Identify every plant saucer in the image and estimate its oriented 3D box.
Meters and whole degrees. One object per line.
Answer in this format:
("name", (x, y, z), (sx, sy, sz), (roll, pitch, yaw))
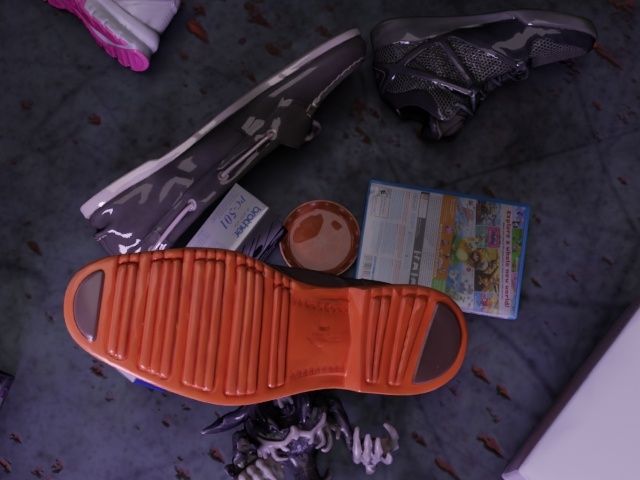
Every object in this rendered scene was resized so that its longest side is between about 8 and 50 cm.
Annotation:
("plant saucer", (0.000, 0.000, 1.135), (0.084, 0.013, 0.083), (-1, 78, 3))

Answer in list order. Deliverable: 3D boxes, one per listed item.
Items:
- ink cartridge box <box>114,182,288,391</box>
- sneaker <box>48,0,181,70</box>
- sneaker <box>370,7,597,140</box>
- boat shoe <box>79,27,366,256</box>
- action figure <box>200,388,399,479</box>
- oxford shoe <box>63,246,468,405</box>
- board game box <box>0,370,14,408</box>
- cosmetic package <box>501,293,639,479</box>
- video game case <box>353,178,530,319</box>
("ink cartridge box", (-0.118, 0.049, 1.080), (0.046, 0.097, 0.207), (37, 85, 16))
("sneaker", (-0.245, -0.295, 1.176), (0.252, 0.103, 0.111), (41, 78, 4))
("sneaker", (0.167, -0.164, 1.130), (0.228, 0.087, 0.130), (-4, 79, 5))
("boat shoe", (-0.081, -0.086, 1.119), (0.335, 0.112, 0.095), (-34, 95, 1))
("action figure", (-0.005, 0.214, 1.024), (0.164, 0.141, 0.275), (-19, 77, -16))
("oxford shoe", (-0.055, 0.078, 1.005), (0.364, 0.133, 0.129), (11, 90, -22))
("board game box", (-0.365, 0.189, 0.940), (0.056, 0.347, 0.208), (25, 80, 5))
("cosmetic package", (0.282, 0.158, 0.975), (0.138, 0.224, 0.224), (38, 83, 11))
("video game case", (0.122, 0.009, 1.120), (0.166, 0.015, 0.119), (9, 78, 0))
